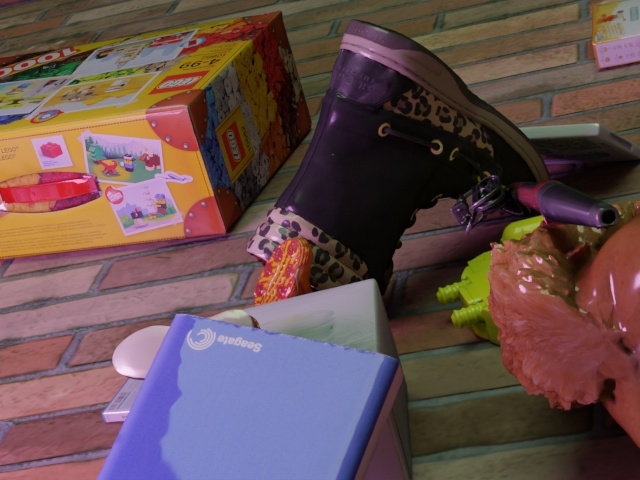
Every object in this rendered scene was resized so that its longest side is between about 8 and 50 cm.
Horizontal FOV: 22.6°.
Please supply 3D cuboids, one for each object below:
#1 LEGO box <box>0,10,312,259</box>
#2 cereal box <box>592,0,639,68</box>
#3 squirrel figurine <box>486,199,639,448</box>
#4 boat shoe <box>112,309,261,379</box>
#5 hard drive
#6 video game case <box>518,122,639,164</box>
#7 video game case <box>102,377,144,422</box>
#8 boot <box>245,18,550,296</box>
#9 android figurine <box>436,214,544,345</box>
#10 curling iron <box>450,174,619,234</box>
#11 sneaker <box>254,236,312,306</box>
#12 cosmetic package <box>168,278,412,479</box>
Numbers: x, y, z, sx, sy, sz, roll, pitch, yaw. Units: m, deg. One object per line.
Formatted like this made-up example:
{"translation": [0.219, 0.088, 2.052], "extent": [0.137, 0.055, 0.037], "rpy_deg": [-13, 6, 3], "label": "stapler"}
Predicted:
{"translation": [-0.314, -0.145, 2.286], "extent": [0.500, 0.193, 0.372], "rpy_deg": [-6, 25, 23], "label": "LEGO box"}
{"translation": [0.514, -0.317, 2.306], "extent": [0.240, 0.047, 0.173], "rpy_deg": [-11, 24, 14], "label": "cereal box"}
{"translation": [0.351, 0.032, 1.353], "extent": [0.397, 0.281, 0.370], "rpy_deg": [3, 23, 33], "label": "squirrel figurine"}
{"translation": [-0.119, 0.097, 1.447], "extent": [0.137, 0.049, 0.043], "rpy_deg": [-17, -19, 8], "label": "boat shoe"}
{"translation": [-0.084, 0.215, 1.285], "extent": [0.210, 0.040, 0.318], "rpy_deg": [10, 58, 23], "label": "hard drive"}
{"translation": [0.290, -0.115, 1.934], "extent": [0.157, 0.019, 0.143], "rpy_deg": [-1, -9, 32], "label": "video game case"}
{"translation": [-0.137, 0.153, 1.716], "extent": [0.166, 0.015, 0.119], "rpy_deg": [-7, 24, 23], "label": "video game case"}
{"translation": [0.090, -0.040, 1.766], "extent": [0.138, 0.377, 0.284], "rpy_deg": [23, 81, 39], "label": "boot"}
{"translation": [0.259, 0.036, 1.670], "extent": [0.273, 0.056, 0.248], "rpy_deg": [-16, 23, -2], "label": "android figurine"}
{"translation": [0.174, -0.023, 1.269], "extent": [0.068, 0.035, 0.274], "rpy_deg": [-34, 13, -11], "label": "curling iron"}
{"translation": [-0.030, 0.079, 1.617], "extent": [0.067, 0.175, 0.064], "rpy_deg": [0, 20, -32], "label": "sneaker"}
{"translation": [-0.038, 0.161, 1.478], "extent": [0.224, 0.138, 0.224], "rpy_deg": [-14, 22, 6], "label": "cosmetic package"}
